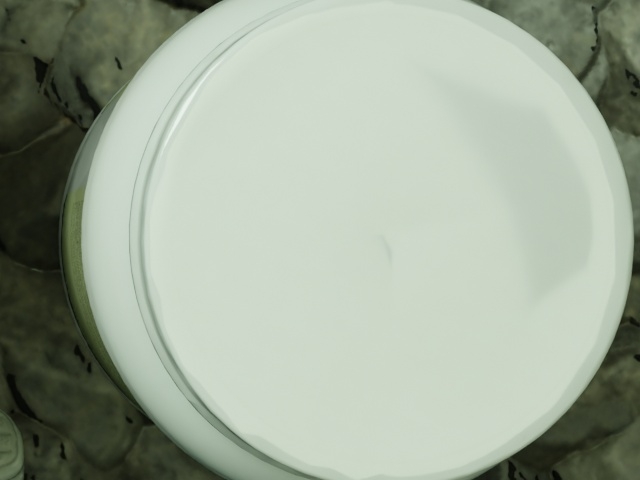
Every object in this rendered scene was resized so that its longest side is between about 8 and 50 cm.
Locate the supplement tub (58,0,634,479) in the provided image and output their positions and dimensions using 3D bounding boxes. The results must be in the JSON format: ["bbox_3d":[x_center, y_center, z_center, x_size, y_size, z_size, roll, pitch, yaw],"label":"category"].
[{"bbox_3d":[0.000,0.000,0.917,0.235,0.325,0.235,0,90,-10],"label":"supplement tub"}]

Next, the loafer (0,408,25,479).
[{"bbox_3d":[-0.310,0.141,0.982,0.319,0.112,0.111,-5,126,-11],"label":"loafer"}]
